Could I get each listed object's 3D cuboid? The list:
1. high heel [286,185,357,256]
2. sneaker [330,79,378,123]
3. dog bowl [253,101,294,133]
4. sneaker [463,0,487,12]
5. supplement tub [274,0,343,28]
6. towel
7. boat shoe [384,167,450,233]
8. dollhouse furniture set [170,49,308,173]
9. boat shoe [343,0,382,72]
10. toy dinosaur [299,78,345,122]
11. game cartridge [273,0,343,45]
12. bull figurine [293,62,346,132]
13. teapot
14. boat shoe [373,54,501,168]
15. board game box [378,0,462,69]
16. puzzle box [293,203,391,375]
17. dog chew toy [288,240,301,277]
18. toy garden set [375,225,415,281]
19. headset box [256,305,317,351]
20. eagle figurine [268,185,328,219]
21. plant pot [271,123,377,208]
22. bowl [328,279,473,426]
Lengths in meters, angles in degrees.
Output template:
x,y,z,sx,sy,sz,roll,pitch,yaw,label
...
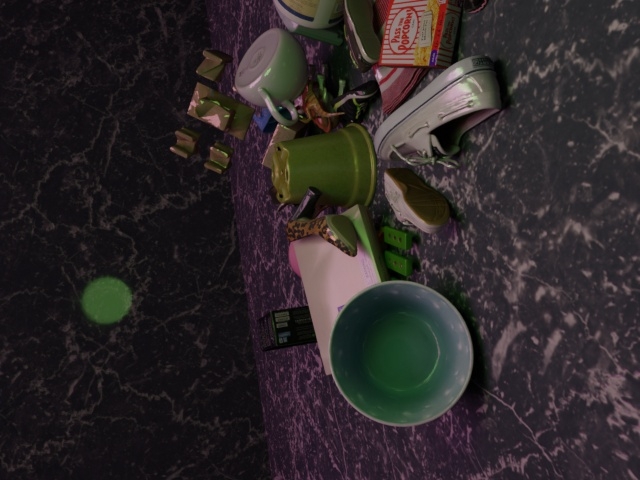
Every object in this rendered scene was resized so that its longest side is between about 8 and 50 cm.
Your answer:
x,y,z,sx,sy,sz,roll,pitch,yaw,label
0.000,0.000,1.432,0.261,0.093,0.186,54,128,34,high heel
0.110,-0.386,1.483,0.097,0.084,0.235,63,165,-13,sneaker
-0.164,-0.507,2.049,0.074,0.166,0.297,70,158,3,dog bowl
0.291,-0.468,0.958,0.119,0.057,0.047,137,122,-67,sneaker
0.007,-0.762,1.391,0.316,0.228,0.228,122,137,-59,supplement tub
0.178,-0.512,1.284,0.237,0.037,0.329,132,128,-63,towel
0.221,-0.079,1.223,0.277,0.098,0.096,-111,22,-57,boat shoe
-0.263,-0.423,1.846,0.256,0.394,0.362,-64,0,-68,dollhouse furniture set
0.095,-0.542,1.329,0.069,0.081,0.227,-36,63,60,boat shoe
-0.015,-0.398,1.545,0.211,0.064,0.112,63,142,33,toy dinosaur
-0.053,-0.733,1.606,0.062,0.198,0.297,-50,48,48,game cartridge
-0.008,-0.469,1.702,0.310,0.101,0.188,-125,36,-49,bull figurine
-0.123,-0.495,1.577,0.256,0.187,0.252,-59,37,1,teapot
0.243,-0.216,1.089,0.367,0.136,0.156,-33,68,57,boat shoe
0.212,-0.450,1.124,0.193,0.045,0.146,28,114,55,board game box
0.074,0.140,1.435,0.272,0.052,0.409,-29,67,37,puzzle box
0.036,0.089,1.636,0.332,0.207,0.206,52,144,42,dog chew toy
0.198,0.080,1.400,0.204,0.049,0.244,-153,58,-64,toy garden set
-0.095,0.332,1.977,0.283,0.246,0.131,140,121,-66,headset box
-0.071,-0.189,1.850,0.225,0.226,0.298,78,169,-60,eagle figurine
-0.005,-0.209,1.558,0.276,0.254,0.276,173,90,-70,plant pot
0.184,0.256,1.195,0.163,0.311,0.311,50,-153,-73,bowl
